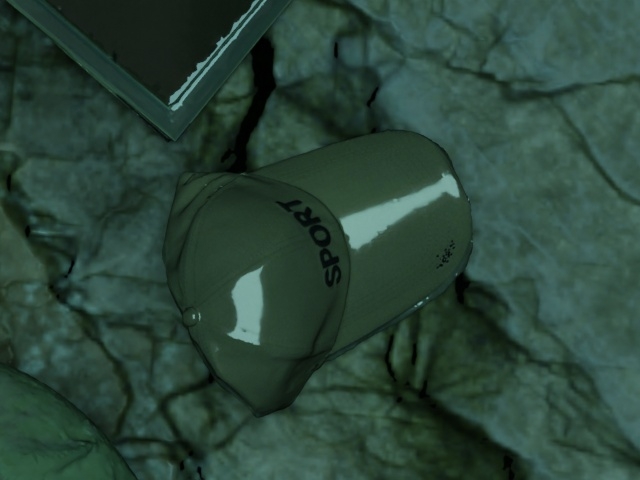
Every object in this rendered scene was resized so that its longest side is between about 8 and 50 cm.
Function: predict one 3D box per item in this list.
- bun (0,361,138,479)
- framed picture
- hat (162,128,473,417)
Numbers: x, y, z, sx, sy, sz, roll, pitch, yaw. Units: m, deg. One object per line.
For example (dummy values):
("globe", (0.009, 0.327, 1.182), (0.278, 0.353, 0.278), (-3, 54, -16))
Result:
("bun", (-0.217, 0.195, 0.959), (0.283, 0.179, 0.283), (0, 89, -1))
("framed picture", (-0.077, -0.213, 1.045), (0.197, 0.014, 0.252), (41, 86, -18))
("hat", (0.000, 0.000, 1.025), (0.175, 0.085, 0.147), (-28, 87, -2))
